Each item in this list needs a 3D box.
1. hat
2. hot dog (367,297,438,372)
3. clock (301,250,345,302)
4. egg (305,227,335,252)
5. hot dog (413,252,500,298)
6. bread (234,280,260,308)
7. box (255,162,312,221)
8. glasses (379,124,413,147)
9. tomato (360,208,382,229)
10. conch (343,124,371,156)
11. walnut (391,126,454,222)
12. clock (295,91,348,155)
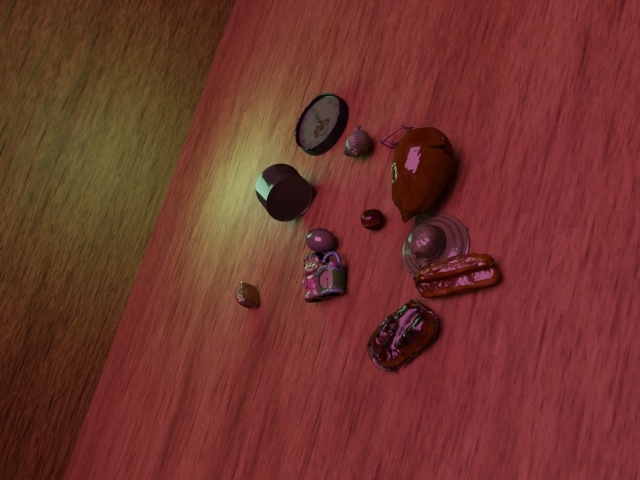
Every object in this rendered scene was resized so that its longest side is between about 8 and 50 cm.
[{"bbox_3d":[0.347,0.007,1.390,0.251,0.109,0.252,-21,58,39],"label":"hat"},{"bbox_3d":[0.258,0.302,1.370,0.270,0.081,0.163,-48,43,21],"label":"hot dog"},{"bbox_3d":[0.011,0.135,1.686,0.193,0.100,0.196,-23,60,33],"label":"clock"},{"bbox_3d":[0.000,0.000,1.751,0.134,0.103,0.103,13,82,43],"label":"egg"},{"bbox_3d":[0.404,0.106,1.293,0.268,0.115,0.072,-17,19,37],"label":"hot dog"},{"bbox_3d":[-0.349,0.259,1.989,0.082,0.106,0.125,-41,45,24],"label":"bread"},{"bbox_3d":[-0.168,-0.220,1.930,0.226,0.226,0.149,-54,44,13],"label":"box"},{"bbox_3d":[0.308,-0.418,1.657,0.139,0.062,0.104,17,84,47],"label":"glasses"},{"bbox_3d":[0.194,-0.077,1.606,0.087,0.087,0.075,26,135,48],"label":"tomato"},{"bbox_3d":[0.154,-0.402,1.779,0.135,0.102,0.153,-37,15,43],"label":"conch"},{"bbox_3d":[0.337,-0.220,1.447,0.208,0.208,0.337,24,102,48],"label":"walnut"},{"bbox_3d":[0.000,-0.560,2.037,0.312,0.061,0.313,-20,60,39],"label":"clock"}]
